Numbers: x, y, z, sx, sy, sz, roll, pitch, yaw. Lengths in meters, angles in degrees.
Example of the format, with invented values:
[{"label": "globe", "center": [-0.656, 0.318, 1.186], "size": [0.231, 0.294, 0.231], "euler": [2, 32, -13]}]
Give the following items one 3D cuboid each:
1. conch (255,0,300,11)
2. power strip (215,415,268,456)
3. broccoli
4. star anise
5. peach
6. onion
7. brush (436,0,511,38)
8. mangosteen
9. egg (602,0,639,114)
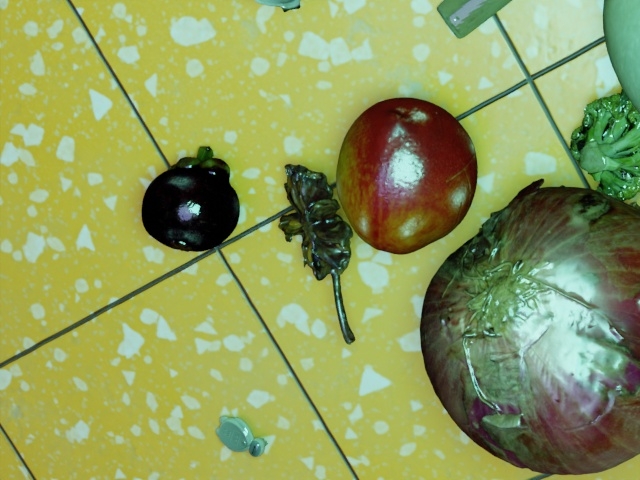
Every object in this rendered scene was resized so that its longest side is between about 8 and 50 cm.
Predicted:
[{"label": "conch", "center": [-0.037, -0.429, 1.337], "size": [0.275, 0.183, 0.148], "euler": [-50, 58, 17]}, {"label": "power strip", "center": [-0.116, 0.292, 1.654], "size": [0.083, 0.035, 0.055], "euler": [26, 113, 21]}, {"label": "broccoli", "center": [0.360, -0.112, 1.338], "size": [0.131, 0.120, 0.130], "euler": [-26, 90, 52]}, {"label": "star anise", "center": [-0.002, 0.003, 1.483], "size": [0.073, 0.177, 0.234], "euler": [-15, 126, -20]}, {"label": "peach", "center": [0.107, -0.089, 1.382], "size": [0.197, 0.197, 0.197], "euler": [5, 108, 15]}, {"label": "onion", "center": [0.287, 0.105, 1.324], "size": [0.354, 0.353, 0.353], "euler": [5, 108, 15]}, {"label": "brush", "center": [0.261, -0.348, 1.334], "size": [0.282, 0.048, 0.054], "euler": [-37, 91, 24]}, {"label": "mangosteen", "center": [-0.173, -0.059, 1.515], "size": [0.137, 0.137, 0.151], "euler": [9, 75, 13]}, {"label": "egg", "center": [0.461, -0.205, 1.196], "size": [0.352, 0.258, 0.258], "euler": [45, 114, 17]}]
